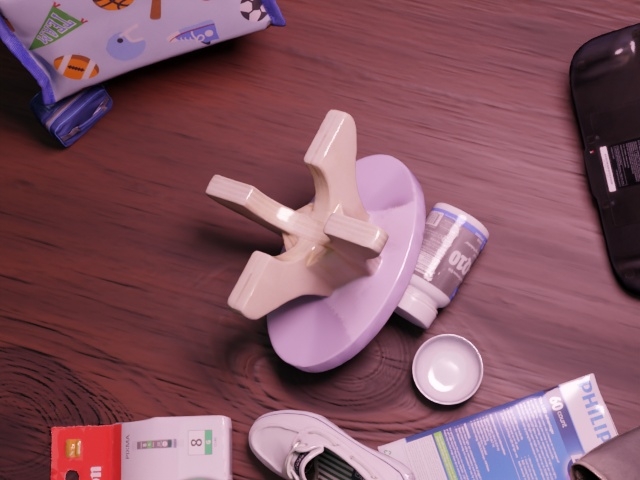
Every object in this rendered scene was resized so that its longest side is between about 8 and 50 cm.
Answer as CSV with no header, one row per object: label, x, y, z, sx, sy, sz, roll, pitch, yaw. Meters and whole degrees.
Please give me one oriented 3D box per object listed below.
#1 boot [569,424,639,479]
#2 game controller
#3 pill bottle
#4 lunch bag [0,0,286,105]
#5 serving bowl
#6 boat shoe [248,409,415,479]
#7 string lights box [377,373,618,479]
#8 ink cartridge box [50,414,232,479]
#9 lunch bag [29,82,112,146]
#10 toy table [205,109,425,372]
boot,0.384,0.269,1.297,0.189,0.076,0.208,48,42,14
game controller,0.393,-0.097,1.408,0.166,0.067,0.319,-15,85,39
pill bottle,0.135,0.031,1.435,0.078,0.078,0.137,30,82,12
lunch bag,-0.243,-0.393,1.490,0.328,0.239,0.385,-18,53,3
serving bowl,0.151,0.154,1.429,0.083,0.027,0.083,-1,76,5
boat shoe,-0.002,0.245,1.356,0.226,0.076,0.083,11,95,34
string lights box,0.209,0.258,1.374,0.260,0.077,0.133,-19,76,1
ink cartridge box,-0.216,0.301,1.420,0.225,0.056,0.181,-3,76,3
lunch bag,-0.311,-0.171,1.534,0.098,0.067,0.065,-43,77,-6
toy table,0.000,0.000,1.382,0.252,0.161,0.274,5,70,34
